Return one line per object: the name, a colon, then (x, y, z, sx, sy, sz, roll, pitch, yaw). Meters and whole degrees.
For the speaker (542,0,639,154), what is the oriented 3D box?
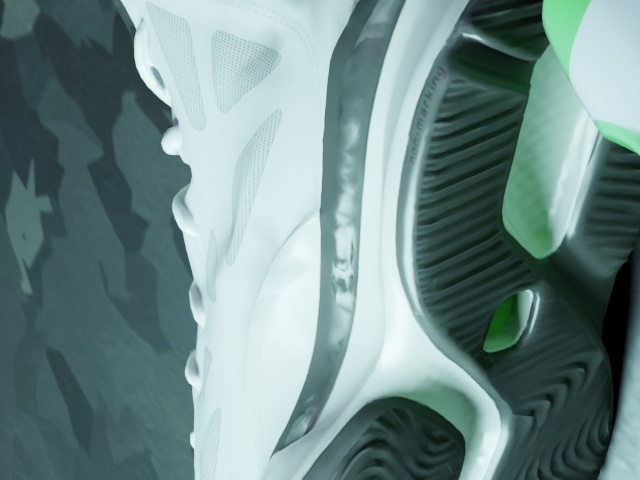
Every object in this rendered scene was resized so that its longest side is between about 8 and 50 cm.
speaker: (0.196, 0.002, 0.574, 0.296, 0.131, 0.131, 51, 144, 24)

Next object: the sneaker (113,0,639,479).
sneaker: (0.001, -0.001, 0.866, 0.257, 0.169, 0.447, 51, 137, 40)
